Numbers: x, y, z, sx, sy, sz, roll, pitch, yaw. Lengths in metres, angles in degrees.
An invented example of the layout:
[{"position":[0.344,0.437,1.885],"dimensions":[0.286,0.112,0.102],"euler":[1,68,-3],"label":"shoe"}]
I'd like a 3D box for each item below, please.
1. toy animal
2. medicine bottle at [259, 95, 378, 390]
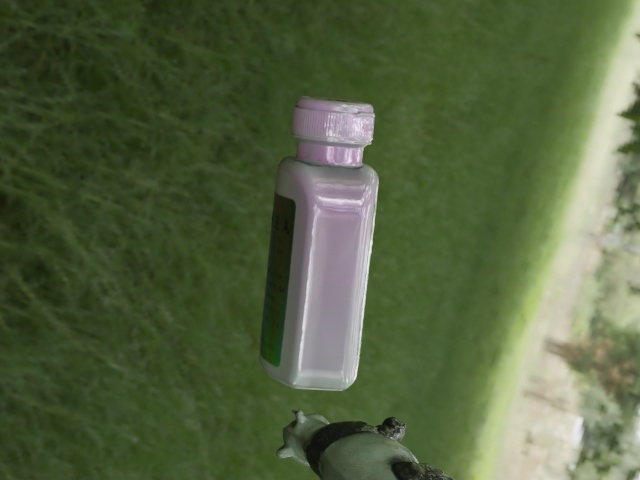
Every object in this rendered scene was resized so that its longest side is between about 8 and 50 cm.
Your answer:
[{"position":[0.046,0.223,1.275],"dimensions":[0.121,0.225,0.093],"euler":[19,100,-38],"label":"toy animal"},{"position":[0.000,0.000,1.031],"dimensions":[0.115,0.078,0.219],"euler":[-136,-128,-77],"label":"medicine bottle"}]
